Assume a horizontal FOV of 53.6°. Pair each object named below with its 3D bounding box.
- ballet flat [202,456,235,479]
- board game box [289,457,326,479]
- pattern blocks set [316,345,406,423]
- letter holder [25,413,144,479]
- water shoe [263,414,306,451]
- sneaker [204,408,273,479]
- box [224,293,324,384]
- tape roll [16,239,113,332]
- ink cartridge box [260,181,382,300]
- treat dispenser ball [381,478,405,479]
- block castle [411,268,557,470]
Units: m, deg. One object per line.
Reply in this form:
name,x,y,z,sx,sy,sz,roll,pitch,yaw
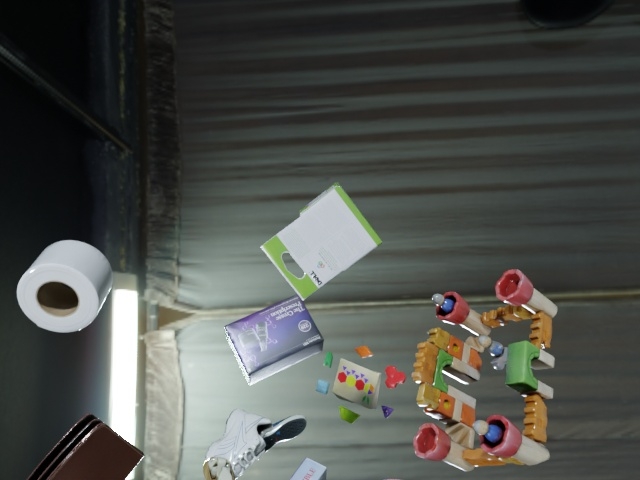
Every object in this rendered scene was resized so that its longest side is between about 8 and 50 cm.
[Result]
ballet flat,-0.240,0.579,1.558,0.232,0.080,0.073,-143,64,-68
board game box,-0.094,0.757,1.554,0.319,0.066,0.318,-40,-39,-47
pattern blocks set,0.137,0.526,2.317,0.026,0.325,0.285,9,-75,-57
letter holder,-0.628,0.580,1.557,0.302,0.152,0.214,-53,-38,-24
water shoe,-0.142,0.598,2.006,0.080,0.203,0.073,25,130,56
sneaker,-0.229,0.587,1.767,0.297,0.129,0.111,-63,-33,-53
box,-0.146,0.310,2.001,0.184,0.261,0.103,59,161,24
tape roll,-0.794,0.142,1.985,0.169,0.246,0.246,-96,1,-65
ink cartridge box,0.000,0.000,1.643,0.189,0.255,0.097,52,-174,-10
treat dispenser ball,0.225,0.878,1.926,0.288,0.288,0.288,-2,-90,-85
block castle,0.387,0.314,1.546,0.303,0.213,0.453,-29,38,50
